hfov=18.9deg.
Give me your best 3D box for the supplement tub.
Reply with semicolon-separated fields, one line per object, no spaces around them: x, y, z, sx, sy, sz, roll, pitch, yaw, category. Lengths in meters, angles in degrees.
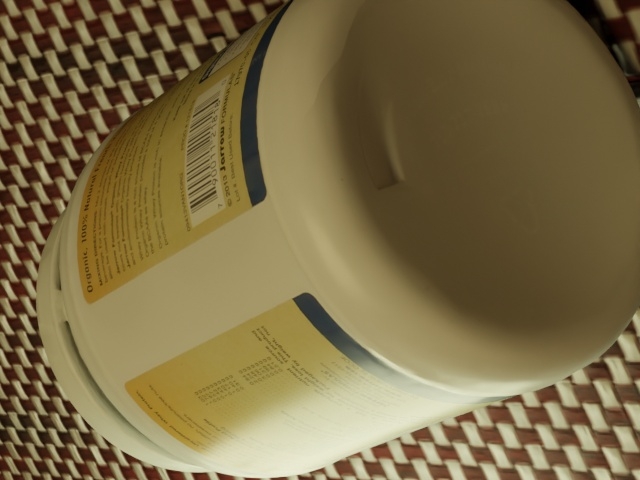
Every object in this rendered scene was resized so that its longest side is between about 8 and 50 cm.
0.000;0.000;1.024;0.228;0.228;0.316;55;144;-5;supplement tub
